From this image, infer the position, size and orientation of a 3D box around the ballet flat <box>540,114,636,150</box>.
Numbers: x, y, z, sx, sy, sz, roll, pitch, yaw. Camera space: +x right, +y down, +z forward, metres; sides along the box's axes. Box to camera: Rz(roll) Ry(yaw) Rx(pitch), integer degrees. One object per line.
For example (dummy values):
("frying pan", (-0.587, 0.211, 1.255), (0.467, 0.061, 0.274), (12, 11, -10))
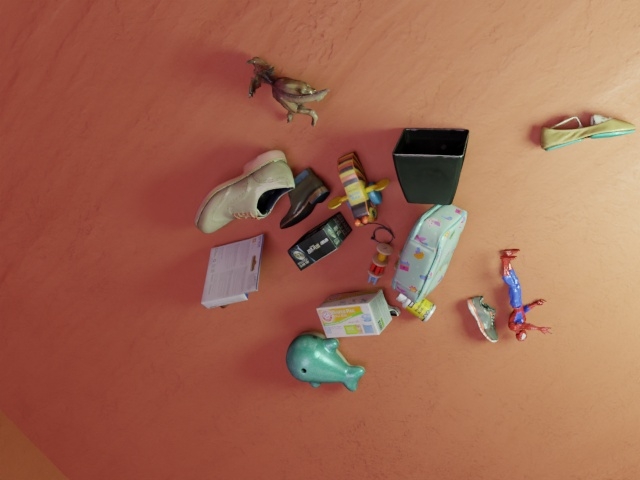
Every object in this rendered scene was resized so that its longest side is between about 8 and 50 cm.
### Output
("ballet flat", (0.692, -0.292, 1.566), (0.232, 0.080, 0.073), (-10, 91, 21))

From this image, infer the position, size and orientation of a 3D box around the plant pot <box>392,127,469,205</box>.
("plant pot", (0.311, -0.202, 1.682), (0.187, 0.188, 0.167), (5, 124, 17))

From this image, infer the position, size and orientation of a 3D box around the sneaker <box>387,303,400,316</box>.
("sneaker", (0.216, 0.226, 1.943), (0.083, 0.037, 0.032), (7, 113, 18))

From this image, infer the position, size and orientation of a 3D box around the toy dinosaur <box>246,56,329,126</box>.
("toy dinosaur", (-0.103, -0.427, 1.713), (0.200, 0.295, 0.127), (27, 93, -34))

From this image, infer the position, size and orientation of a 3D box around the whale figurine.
("whale figurine", (0.009, 0.428, 2.031), (0.272, 0.141, 0.216), (27, 116, 7))

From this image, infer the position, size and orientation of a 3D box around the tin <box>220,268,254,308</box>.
("tin", (-0.289, 0.162, 2.056), (0.040, 0.106, 0.189), (44, 118, -7))

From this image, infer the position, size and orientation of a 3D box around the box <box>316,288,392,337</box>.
("box", (0.106, 0.236, 1.927), (0.203, 0.103, 0.114), (-11, 106, 35))

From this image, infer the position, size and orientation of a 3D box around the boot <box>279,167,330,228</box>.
("boot", (-0.070, -0.131, 1.904), (0.219, 0.082, 0.106), (-39, 73, 28))

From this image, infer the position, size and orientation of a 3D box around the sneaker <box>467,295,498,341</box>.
("sneaker", (0.511, 0.238, 1.834), (0.065, 0.061, 0.158), (-30, 98, 20))

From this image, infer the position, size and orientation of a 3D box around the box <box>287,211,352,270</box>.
("box", (0.000, 0.000, 1.854), (0.147, 0.180, 0.078), (-32, 97, 26))

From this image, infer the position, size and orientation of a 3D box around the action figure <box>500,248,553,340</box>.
("action figure", (0.607, 0.169, 1.753), (0.139, 0.091, 0.280), (0, 110, 29))

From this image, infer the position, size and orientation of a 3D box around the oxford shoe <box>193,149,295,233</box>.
("oxford shoe", (-0.247, -0.118, 1.897), (0.397, 0.140, 0.147), (-37, 68, 27))

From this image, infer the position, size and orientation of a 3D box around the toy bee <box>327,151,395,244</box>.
("toy bee", (0.132, -0.114, 1.778), (0.298, 0.162, 0.195), (46, 115, -1))

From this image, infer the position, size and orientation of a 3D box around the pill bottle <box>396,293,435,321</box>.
("pill bottle", (0.298, 0.199, 1.888), (0.116, 0.065, 0.065), (35, 117, 5))

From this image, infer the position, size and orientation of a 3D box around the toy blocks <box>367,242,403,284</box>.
("toy blocks", (0.214, 0.089, 1.883), (0.123, 0.054, 0.148), (18, 129, 1))

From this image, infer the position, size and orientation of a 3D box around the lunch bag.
("lunch bag", (0.313, 0.032, 1.724), (0.107, 0.224, 0.279), (30, 129, 19))

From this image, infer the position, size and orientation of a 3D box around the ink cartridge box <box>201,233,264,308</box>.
("ink cartridge box", (-0.278, 0.102, 1.981), (0.224, 0.223, 0.045), (-14, 142, 26))
